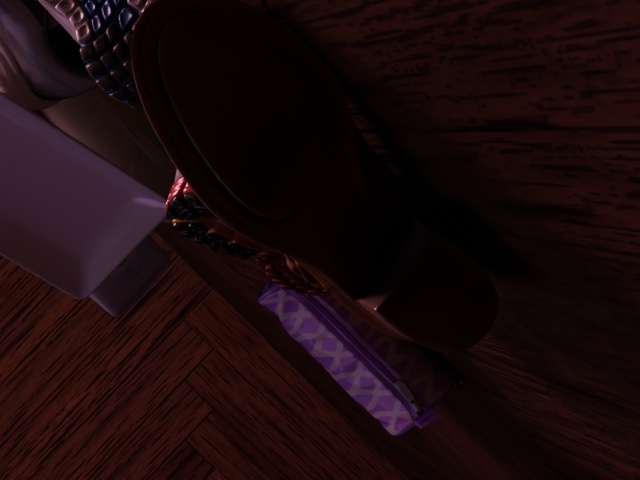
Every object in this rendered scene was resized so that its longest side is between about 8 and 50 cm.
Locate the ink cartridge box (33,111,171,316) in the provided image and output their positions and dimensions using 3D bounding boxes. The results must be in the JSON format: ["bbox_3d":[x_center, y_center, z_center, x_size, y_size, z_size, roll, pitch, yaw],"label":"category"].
[{"bbox_3d":[-0.344,-0.115,1.841,0.308,0.091,0.385,34,168,51],"label":"ink cartridge box"}]

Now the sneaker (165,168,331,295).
[{"bbox_3d":[-0.012,-0.024,1.379,0.088,0.092,0.225,-11,151,38],"label":"sneaker"}]

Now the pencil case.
[{"bbox_3d":[0.033,0.096,1.790,0.206,0.086,0.088,44,-167,-4],"label":"pencil case"}]

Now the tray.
[{"bbox_3d":[-0.277,-0.060,1.688,0.270,0.145,0.030,33,-153,-25],"label":"tray"}]

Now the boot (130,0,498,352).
[{"bbox_3d":[-0.015,-0.047,1.188,0.283,0.109,0.220,38,179,-14],"label":"boot"}]

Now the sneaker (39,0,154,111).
[{"bbox_3d":[-0.154,-0.161,1.423,0.190,0.071,0.083,50,-177,24],"label":"sneaker"}]

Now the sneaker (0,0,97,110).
[{"bbox_3d":[-0.268,-0.229,1.605,0.108,0.100,0.271,-7,131,36],"label":"sneaker"}]

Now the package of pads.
[{"bbox_3d":[-0.230,-0.140,1.830,0.296,0.101,0.229,45,173,-8],"label":"package of pads"}]
